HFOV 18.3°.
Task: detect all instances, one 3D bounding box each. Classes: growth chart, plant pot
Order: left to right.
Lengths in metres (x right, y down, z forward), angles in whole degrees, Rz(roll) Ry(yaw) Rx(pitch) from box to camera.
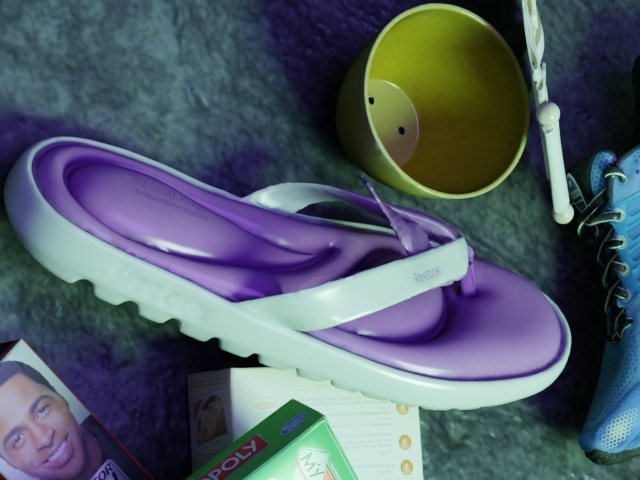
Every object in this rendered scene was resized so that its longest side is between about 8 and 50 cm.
[{"bbox_3d":[0.063,-0.089,1.376,0.134,0.095,0.134,5,80,-30],"label":"plant pot"},{"bbox_3d":[0.153,-0.144,1.411,0.021,0.172,0.237,-8,69,8],"label":"growth chart"}]

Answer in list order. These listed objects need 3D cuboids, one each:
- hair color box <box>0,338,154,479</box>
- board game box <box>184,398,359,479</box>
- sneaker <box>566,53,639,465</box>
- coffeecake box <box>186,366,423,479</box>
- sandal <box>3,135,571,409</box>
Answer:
[{"bbox_3d":[-0.169,0.136,1.235,0.141,0.043,0.072,48,63,-14],"label":"hair color box"},{"bbox_3d":[-0.022,0.285,1.226,0.213,0.046,0.317,-36,117,-19],"label":"board game box"},{"bbox_3d":[0.236,0.007,1.464,0.147,0.130,0.330,21,71,-9],"label":"sneaker"},{"bbox_3d":[-0.007,0.176,1.309,0.142,0.068,0.185,0,82,-30],"label":"coffeecake box"},{"bbox_3d":[0.004,0.010,1.280,0.416,0.102,0.169,13,36,-27],"label":"sandal"}]
